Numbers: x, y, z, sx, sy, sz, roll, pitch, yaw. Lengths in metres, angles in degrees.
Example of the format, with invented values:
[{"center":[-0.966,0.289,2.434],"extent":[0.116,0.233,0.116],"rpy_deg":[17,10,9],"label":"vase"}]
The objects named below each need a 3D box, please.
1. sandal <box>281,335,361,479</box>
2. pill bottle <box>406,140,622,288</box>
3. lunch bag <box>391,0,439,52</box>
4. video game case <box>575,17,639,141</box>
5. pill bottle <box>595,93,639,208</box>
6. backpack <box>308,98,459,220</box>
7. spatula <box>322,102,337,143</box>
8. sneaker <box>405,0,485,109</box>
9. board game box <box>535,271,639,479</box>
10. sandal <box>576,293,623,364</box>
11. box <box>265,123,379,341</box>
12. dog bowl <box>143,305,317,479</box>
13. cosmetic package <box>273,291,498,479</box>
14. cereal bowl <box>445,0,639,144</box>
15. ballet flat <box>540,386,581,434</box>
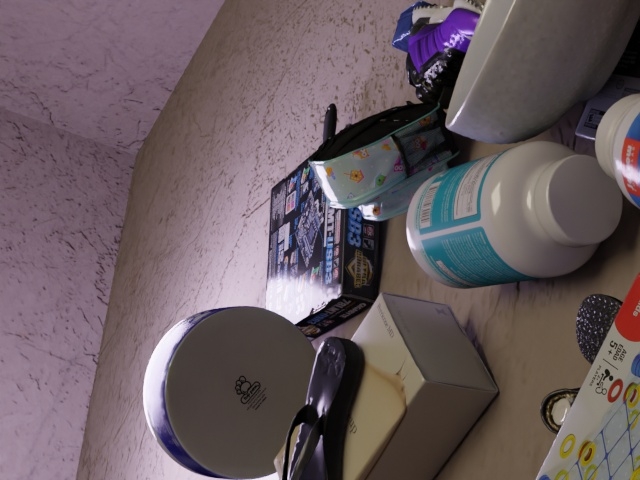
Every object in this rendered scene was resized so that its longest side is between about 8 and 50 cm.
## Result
[{"center":[-0.013,0.240,1.357],"extent":[0.097,0.054,0.254],"rpy_deg":[4,83,60],"label":"sandal"},{"center":[0.213,-0.026,1.234],"extent":[0.264,0.146,0.146],"rpy_deg":[-14,59,66],"label":"pill bottle"},{"center":[0.162,-0.338,1.769],"extent":[0.098,0.067,0.065],"rpy_deg":[-16,57,65],"label":"lunch bag"},{"center":[0.354,-0.176,1.185],"extent":[0.173,0.022,0.190],"rpy_deg":[-68,19,7],"label":"video game case"},{"center":[0.335,-0.070,0.986],"extent":[0.124,0.124,0.221],"rpy_deg":[-68,20,7],"label":"pill bottle"},{"center":[0.085,-0.106,1.580],"extent":[0.166,0.188,0.144],"rpy_deg":[16,125,69],"label":"backpack"},{"center":[0.020,-0.118,1.967],"extent":[0.084,0.030,0.296],"rpy_deg":[-43,43,52],"label":"spatula"},{"center":[0.195,-0.255,1.579],"extent":[0.293,0.102,0.146],"rpy_deg":[-153,78,-75],"label":"sneaker"},{"center":[0.290,0.220,0.821],"extent":[0.302,0.086,0.308],"rpy_deg":[41,111,59],"label":"board game box"},{"center":[0.304,0.105,1.046],"extent":[0.179,0.040,0.067],"rpy_deg":[36,112,54],"label":"sandal"},{"center":[0.000,0.000,1.835],"extent":[0.293,0.073,0.295],"rpy_deg":[-35,48,55],"label":"box"},{"center":[-0.130,0.232,1.720],"extent":[0.104,0.265,0.265],"rpy_deg":[-17,56,63],"label":"dog bowl"},{"center":[0.071,0.233,1.386],"extent":[0.309,0.113,0.160],"rpy_deg":[-61,33,28],"label":"cosmetic package"},{"center":[0.266,-0.256,1.254],"extent":[0.339,0.141,0.339],"rpy_deg":[-159,90,-88],"label":"cereal bowl"},{"center":[0.265,0.175,1.025],"extent":[0.203,0.074,0.074],"rpy_deg":[17,88,70],"label":"ballet flat"}]
